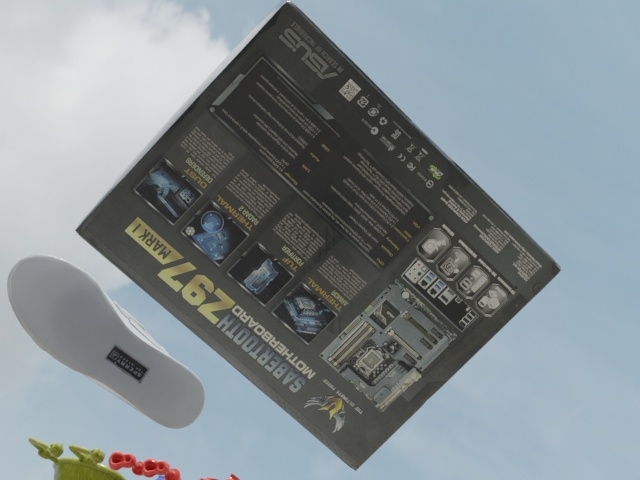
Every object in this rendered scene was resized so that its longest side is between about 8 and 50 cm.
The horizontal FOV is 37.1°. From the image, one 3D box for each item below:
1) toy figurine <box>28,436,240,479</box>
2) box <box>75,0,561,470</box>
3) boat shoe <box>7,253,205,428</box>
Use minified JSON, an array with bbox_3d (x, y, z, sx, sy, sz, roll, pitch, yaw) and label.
[{"bbox_3d":[-0.266,0.427,1.332,0.362,0.217,0.191,6,-28,17],"label":"toy figurine"},{"bbox_3d":[0.000,0.000,0.583,0.232,0.059,0.183,42,-82,-12],"label":"box"},{"bbox_3d":[-0.242,0.117,1.057,0.258,0.084,0.095,47,-107,-11],"label":"boat shoe"}]
